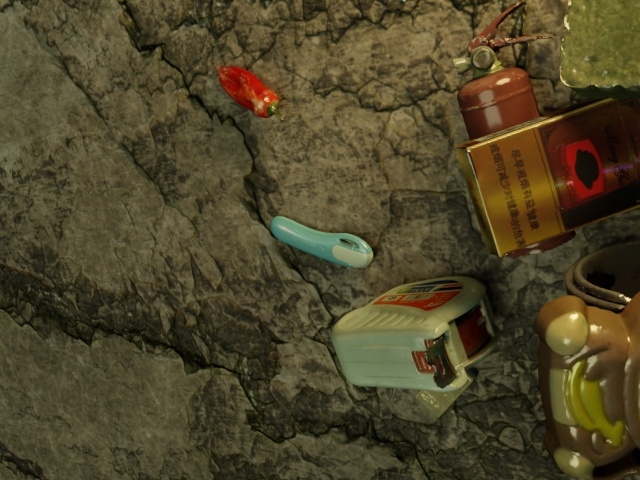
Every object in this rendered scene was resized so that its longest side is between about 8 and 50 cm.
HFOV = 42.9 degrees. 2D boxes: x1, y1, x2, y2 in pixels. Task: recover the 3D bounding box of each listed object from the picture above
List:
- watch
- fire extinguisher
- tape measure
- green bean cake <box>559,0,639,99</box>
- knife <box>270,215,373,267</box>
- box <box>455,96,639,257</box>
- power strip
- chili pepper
[{"bbox_3d":[0.421,0.110,0.988,0.335,0.327,0.314,-8,105,10],"label":"watch"},{"bbox_3d":[0.281,-0.155,1.138,0.147,0.106,0.337,-17,101,10],"label":"fire extinguisher"},{"bbox_3d":[0.158,0.149,1.259,0.243,0.246,0.125,-7,105,48],"label":"tape measure"},{"bbox_3d":[0.392,-0.262,0.976,0.185,0.094,0.183,7,89,35],"label":"green bean cake"},{"bbox_3d":[0.000,0.000,1.446,0.222,0.031,0.064,19,124,32],"label":"knife"},{"bbox_3d":[0.316,-0.088,1.070,0.240,0.071,0.159,-19,98,-2],"label":"box"},{"bbox_3d":[0.217,0.249,1.398,0.056,0.032,0.123,42,127,12],"label":"power strip"},{"bbox_3d":[-0.119,-0.253,1.407,0.191,0.050,0.059,41,132,29],"label":"chili pepper"}]
